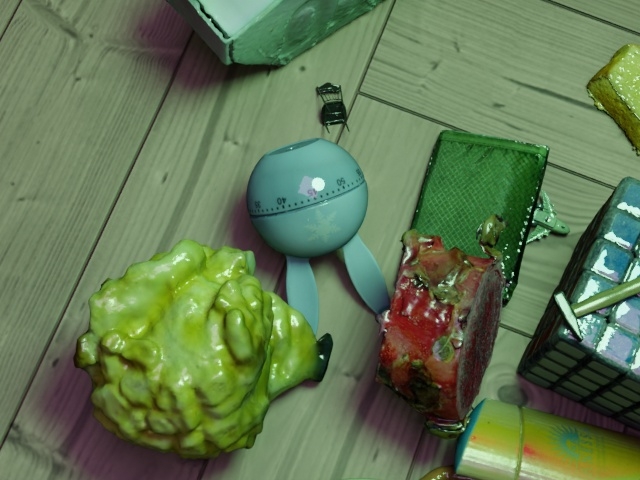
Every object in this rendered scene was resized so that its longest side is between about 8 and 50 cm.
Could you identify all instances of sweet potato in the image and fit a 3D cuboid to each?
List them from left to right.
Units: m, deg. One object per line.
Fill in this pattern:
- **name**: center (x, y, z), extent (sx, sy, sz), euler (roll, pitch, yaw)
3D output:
- **sweet potato**: center (0.169, 0.306, 1.436), extent (0.179, 0.044, 0.044), euler (-7, 73, -8)

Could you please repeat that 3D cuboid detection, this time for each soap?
- **soap**: center (0.008, -0.399, 1.534), extent (0.446, 0.261, 0.156), euler (-35, 81, -14)

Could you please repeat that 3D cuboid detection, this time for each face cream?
- **face cream**: center (0.310, 0.278, 1.422), extent (0.285, 0.067, 0.139), euler (14, 35, 1)

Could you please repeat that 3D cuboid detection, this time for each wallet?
- **wallet**: center (0.210, -0.035, 1.535), extent (0.160, 0.055, 0.236), euler (13, 68, 14)

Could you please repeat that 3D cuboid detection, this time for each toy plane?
- **toy plane**: center (0.307, -0.029, 1.555), extent (0.083, 0.033, 0.080), euler (23, 78, 3)

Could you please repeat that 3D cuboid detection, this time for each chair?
- **chair**: center (0.018, -0.184, 1.586), extent (0.037, 0.042, 0.086), euler (-6, 37, -7)

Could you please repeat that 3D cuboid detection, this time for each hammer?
- **hammer**: center (0.368, 0.055, 1.295), extent (0.199, 0.013, 0.062), euler (-21, 73, -7)

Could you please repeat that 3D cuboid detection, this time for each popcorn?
- **popcorn**: center (-0.153, 0.123, 1.363), extent (0.237, 0.293, 0.293), euler (18, 71, 22)

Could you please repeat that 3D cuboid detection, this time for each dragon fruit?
- **dragon fruit**: center (0.139, 0.097, 1.400), extent (0.147, 0.211, 0.282), euler (10, 90, 21)

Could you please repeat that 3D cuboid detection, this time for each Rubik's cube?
- **Rubik's cube**: center (0.417, 0.099, 1.413), extent (0.237, 0.238, 0.237), euler (27, 75, 7)

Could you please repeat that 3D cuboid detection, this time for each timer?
- **timer**: center (-0.007, -0.017, 1.488), extent (0.175, 0.255, 0.175), euler (-9, 35, 7)

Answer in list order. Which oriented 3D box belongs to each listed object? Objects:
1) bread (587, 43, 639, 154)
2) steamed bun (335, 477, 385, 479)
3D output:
- **bread**: center (0.470, -0.194, 1.608), extent (0.103, 0.065, 0.187), euler (-31, 78, -19)
- **steamed bun**: center (0.048, 0.429, 1.285), extent (0.324, 0.206, 0.324), euler (1, 65, -2)
